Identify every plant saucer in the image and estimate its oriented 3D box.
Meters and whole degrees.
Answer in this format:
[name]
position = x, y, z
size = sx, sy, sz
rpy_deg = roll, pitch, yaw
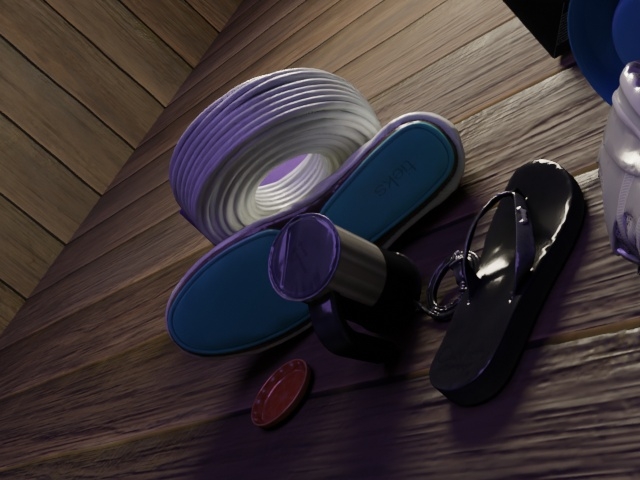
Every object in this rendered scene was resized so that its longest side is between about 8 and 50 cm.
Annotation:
[plant saucer]
position = -0.040, 0.162, 0.971
size = 0.083, 0.013, 0.083
rpy_deg = -41, 21, 20

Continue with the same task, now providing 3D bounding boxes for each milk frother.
[milk frother]
position = 0.054, 0.029, 0.848
size = 0.143, 0.135, 0.129
rpy_deg = -44, 51, 19

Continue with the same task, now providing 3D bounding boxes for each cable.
[cable]
position = -0.045, -0.085, 1.097
size = 0.257, 0.257, 0.089
rpy_deg = -29, 58, -1

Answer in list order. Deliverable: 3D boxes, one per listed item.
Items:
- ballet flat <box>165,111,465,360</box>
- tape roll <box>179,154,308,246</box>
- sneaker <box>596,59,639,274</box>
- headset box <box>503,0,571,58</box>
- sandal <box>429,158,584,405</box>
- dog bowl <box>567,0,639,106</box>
[ballet flat]
position = 0.000, 0.000, 1.059
size = 0.400, 0.139, 0.139
rpy_deg = -38, 22, 14
[tape roll]
position = -0.079, -0.111, 1.338
size = 0.275, 0.090, 0.275
rpy_deg = -47, 4, 5
[sneaker]
position = 0.253, -0.006, 0.620
size = 0.281, 0.105, 0.115
rpy_deg = -84, 7, -52
[headset box]
position = 0.334, -0.371, 1.044
size = 0.218, 0.110, 0.293
rpy_deg = -29, 27, 41
[sandal]
position = 0.155, 0.018, 0.780
size = 0.097, 0.054, 0.254
rpy_deg = -23, 32, 48
[dog bowl]
position = 0.324, -0.183, 0.671
size = 0.074, 0.166, 0.297
rpy_deg = -46, 16, -31
